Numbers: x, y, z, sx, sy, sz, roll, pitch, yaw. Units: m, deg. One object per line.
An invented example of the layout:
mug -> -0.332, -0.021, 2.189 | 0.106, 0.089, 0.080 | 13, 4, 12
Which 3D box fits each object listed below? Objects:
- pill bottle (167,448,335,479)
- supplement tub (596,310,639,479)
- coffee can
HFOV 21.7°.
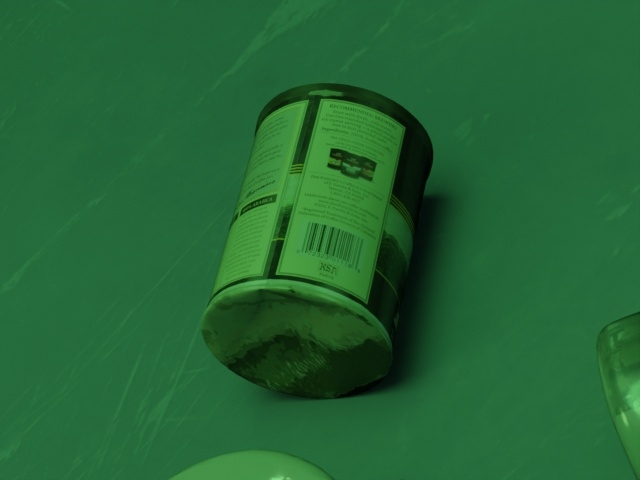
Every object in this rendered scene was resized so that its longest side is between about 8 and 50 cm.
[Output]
pill bottle -> 0.006, 0.355, 1.313 | 0.224, 0.392, 0.224 | -17, 46, 19
supplement tub -> 0.422, 0.113, 1.411 | 0.338, 0.207, 0.207 | -22, 44, 14
coffee can -> 0.000, 0.000, 1.777 | 0.201, 0.201, 0.275 | -7, 49, 27
